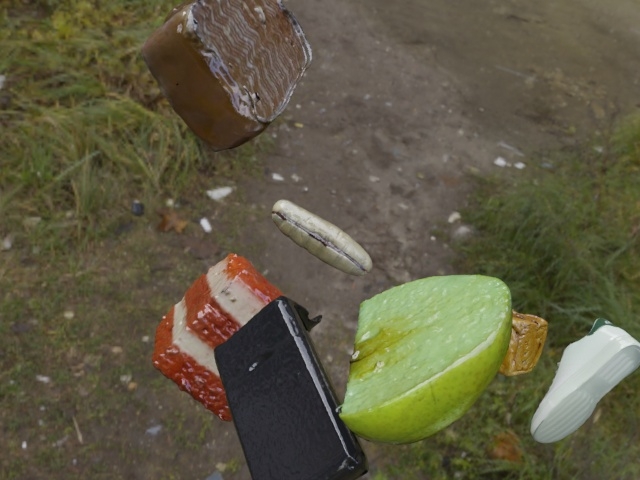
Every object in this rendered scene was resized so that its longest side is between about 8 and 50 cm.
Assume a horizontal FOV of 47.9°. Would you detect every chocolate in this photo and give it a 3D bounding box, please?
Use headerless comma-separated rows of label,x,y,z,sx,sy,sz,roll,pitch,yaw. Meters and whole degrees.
chocolate,-0.096,-0.202,0.767,0.093,0.148,0.214,-21,27,26

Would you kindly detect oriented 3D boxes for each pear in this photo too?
pear,0.165,0.150,0.961,0.139,0.239,0.288,50,22,-14

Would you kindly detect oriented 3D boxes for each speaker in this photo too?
speaker,-0.033,0.268,1.204,0.184,0.180,0.388,37,19,-44

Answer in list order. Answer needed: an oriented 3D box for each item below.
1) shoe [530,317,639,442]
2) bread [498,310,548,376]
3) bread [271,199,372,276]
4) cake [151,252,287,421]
shoe,0.652,0.353,1.860,0.132,0.363,0.160,30,19,-26
bread,0.495,0.262,1.909,0.149,0.158,0.143,-4,17,-43
bread,0.000,-0.001,1.318,0.214,0.073,0.053,34,40,3
cake,-0.224,0.232,1.821,0.269,0.319,0.270,42,4,-18
